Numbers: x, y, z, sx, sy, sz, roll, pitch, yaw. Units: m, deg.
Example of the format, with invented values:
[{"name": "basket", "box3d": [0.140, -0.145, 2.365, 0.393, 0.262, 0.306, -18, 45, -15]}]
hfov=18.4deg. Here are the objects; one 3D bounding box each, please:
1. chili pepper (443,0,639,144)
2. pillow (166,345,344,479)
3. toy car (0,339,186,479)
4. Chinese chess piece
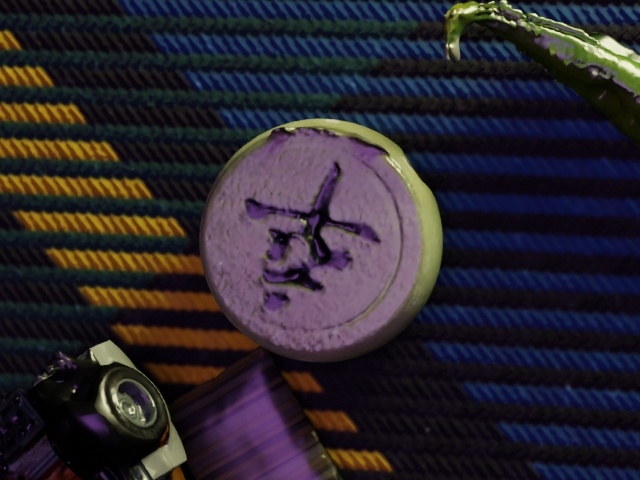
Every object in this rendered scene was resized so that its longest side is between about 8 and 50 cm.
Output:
[{"name": "chili pepper", "box3d": [0.257, -0.090, 1.473, 0.359, 0.076, 0.085, 26, 76, 7]}, {"name": "pillow", "box3d": [-0.036, 0.194, 1.553, 0.113, 0.038, 0.203, -32, 85, 13]}, {"name": "toy car", "box3d": [-0.151, 0.237, 1.539, 0.193, 0.118, 0.301, -38, 86, 30]}, {"name": "Chinese chess piece", "box3d": [0.000, 0.000, 1.525, 0.188, 0.083, 0.188, 0, 89, 10]}]
